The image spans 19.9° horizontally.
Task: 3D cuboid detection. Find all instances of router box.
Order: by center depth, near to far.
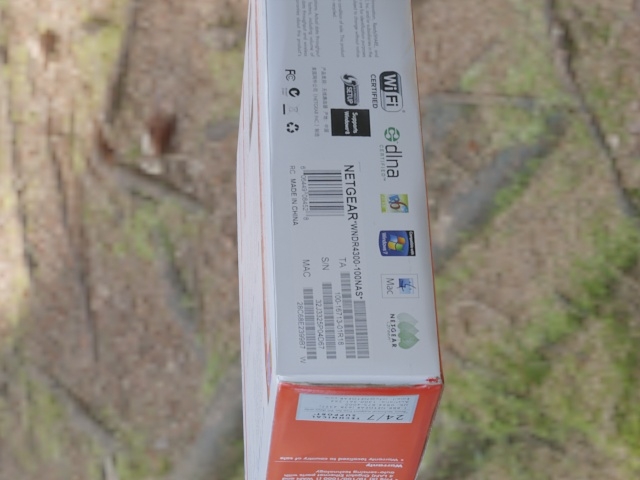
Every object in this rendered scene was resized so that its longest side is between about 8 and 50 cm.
[{"bbox_3d":[0.000,0.000,1.059,0.301,0.082,0.335,99,170,-59],"label":"router box"}]
